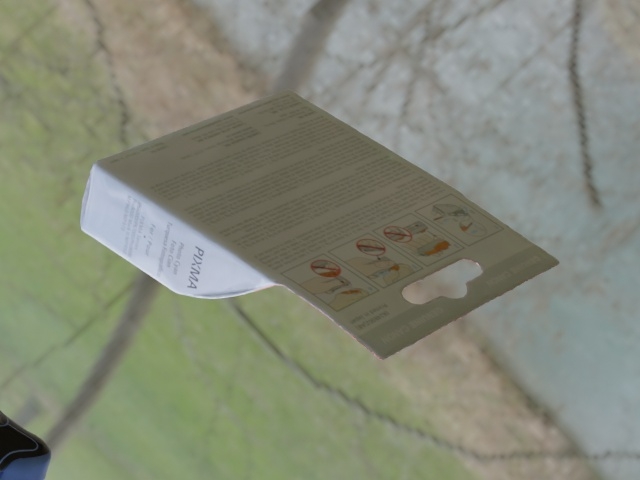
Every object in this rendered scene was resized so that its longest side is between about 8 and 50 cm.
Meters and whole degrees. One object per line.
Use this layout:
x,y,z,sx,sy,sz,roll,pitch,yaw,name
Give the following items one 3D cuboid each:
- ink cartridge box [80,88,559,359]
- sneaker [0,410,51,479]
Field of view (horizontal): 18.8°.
0.000,0.000,1.958,0.385,0.308,0.091,34,126,27,ink cartridge box
-0.331,0.139,1.677,0.232,0.090,0.081,22,-172,-21,sneaker
